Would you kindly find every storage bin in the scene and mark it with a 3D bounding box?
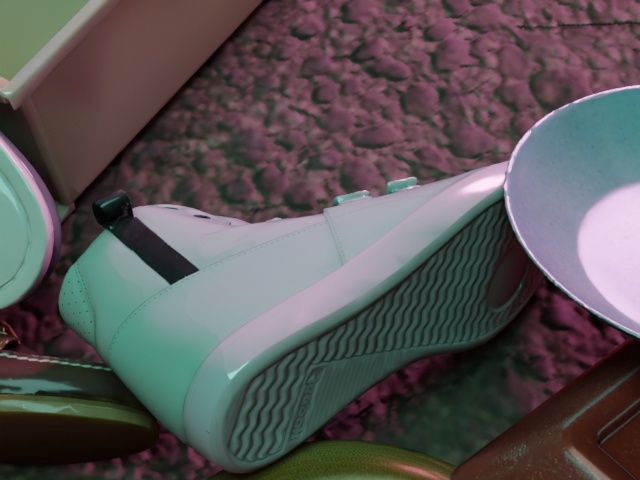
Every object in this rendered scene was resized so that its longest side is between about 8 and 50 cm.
[{"bbox_3d":[-0.171,-0.186,0.781,0.260,0.123,0.262,29,65,22],"label":"storage bin"}]

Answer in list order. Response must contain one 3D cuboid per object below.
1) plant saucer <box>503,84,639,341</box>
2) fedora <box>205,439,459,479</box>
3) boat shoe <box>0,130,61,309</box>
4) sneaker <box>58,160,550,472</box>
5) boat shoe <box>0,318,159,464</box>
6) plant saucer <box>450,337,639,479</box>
[{"bbox_3d":[0.176,-0.001,0.594,0.195,0.037,0.195,2,40,-1],"label":"plant saucer"},{"bbox_3d":[0.005,0.176,0.549,0.194,0.079,0.194,1,51,-1],"label":"fedora"},{"bbox_3d":[-0.250,-0.052,0.709,0.319,0.099,0.116,24,94,22],"label":"boat shoe"},{"bbox_3d":[0.000,0.000,0.643,0.256,0.094,0.151,-25,41,-37],"label":"sneaker"},{"bbox_3d":[-0.178,0.068,0.645,0.207,0.073,0.073,-1,59,5],"label":"boat shoe"},{"bbox_3d":[0.231,0.109,0.553,0.259,0.048,0.258,-29,58,-33],"label":"plant saucer"}]
